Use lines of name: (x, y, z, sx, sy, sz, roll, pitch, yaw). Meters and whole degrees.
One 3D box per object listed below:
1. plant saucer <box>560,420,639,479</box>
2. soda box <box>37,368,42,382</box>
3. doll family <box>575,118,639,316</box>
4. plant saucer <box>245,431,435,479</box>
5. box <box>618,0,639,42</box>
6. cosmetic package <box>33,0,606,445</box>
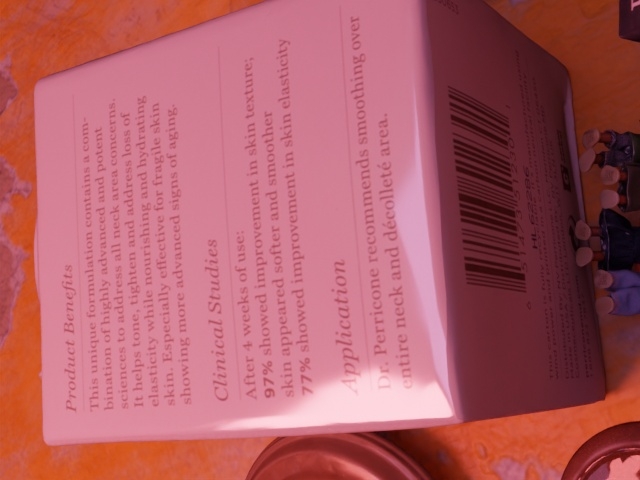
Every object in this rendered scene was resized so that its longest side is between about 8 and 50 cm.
plant saucer: (0.281, 0.242, 0.793, 0.168, 0.029, 0.168, -3, 85, 33)
soda box: (-0.275, 0.130, 1.155, 0.181, 0.058, 0.061, -49, 62, 19)
doll family: (0.283, -0.011, 0.782, 0.076, 0.111, 0.193, -162, 76, -70)
plant saucer: (0.020, 0.321, 0.924, 0.278, 0.041, 0.278, 5, 99, 32)
box: (0.396, -0.296, 0.561, 0.395, 0.212, 0.293, 171, 100, -64)
cosmetic package: (0.000, 0.000, 0.824, 0.394, 0.327, 0.329, -9, 80, 32)
